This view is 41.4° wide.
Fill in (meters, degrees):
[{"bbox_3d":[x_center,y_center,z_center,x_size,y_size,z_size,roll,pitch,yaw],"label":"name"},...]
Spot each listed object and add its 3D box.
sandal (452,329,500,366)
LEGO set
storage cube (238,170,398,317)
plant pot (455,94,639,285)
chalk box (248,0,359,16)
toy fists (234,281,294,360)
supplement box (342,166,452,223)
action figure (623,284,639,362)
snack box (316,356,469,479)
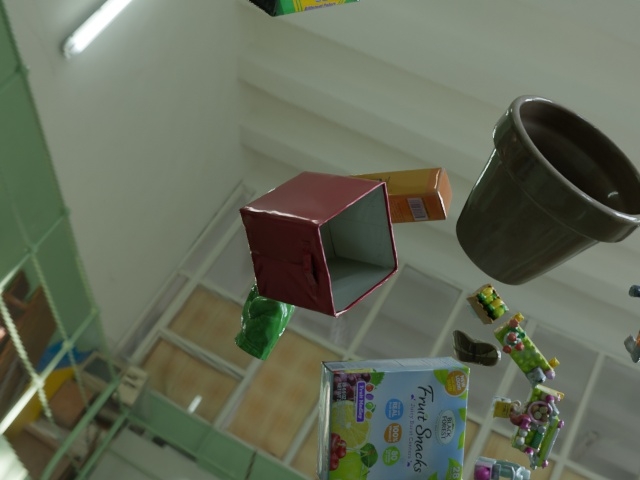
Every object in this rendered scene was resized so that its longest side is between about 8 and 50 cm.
[{"bbox_3d":[0.375,0.260,2.022,0.049,0.072,0.180,3,4,-30],"label":"sandal"},{"bbox_3d":[0.271,0.204,1.156,0.132,0.107,0.287,-2,-84,9],"label":"LEGO set"},{"bbox_3d":[0.000,0.000,1.520,0.193,0.215,0.184,12,-56,39],"label":"storage cube"},{"bbox_3d":[0.331,-0.054,1.301,0.263,0.263,0.229,36,-55,-4],"label":"plant pot"},{"bbox_3d":[-0.033,-0.483,1.152,0.180,0.179,0.289,39,-48,30],"label":"chalk box"},{"bbox_3d":[-0.107,0.138,1.697,0.096,0.142,0.279,30,3,-2],"label":"toy fists"},{"bbox_3d":[0.133,-0.083,1.655,0.233,0.078,0.080,-1,-44,24],"label":"supplement box"},{"bbox_3d":[0.758,0.201,1.637,0.341,0.179,0.330,10,-12,17],"label":"action figure"},{"bbox_3d":[0.103,0.260,1.217,0.207,0.175,0.070,-1,8,-17],"label":"snack box"}]
